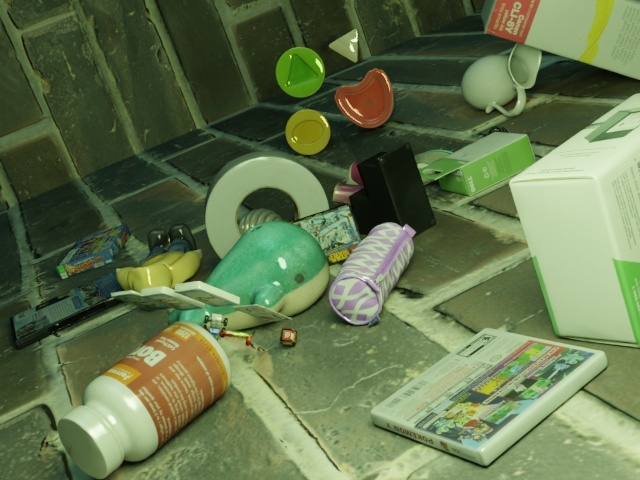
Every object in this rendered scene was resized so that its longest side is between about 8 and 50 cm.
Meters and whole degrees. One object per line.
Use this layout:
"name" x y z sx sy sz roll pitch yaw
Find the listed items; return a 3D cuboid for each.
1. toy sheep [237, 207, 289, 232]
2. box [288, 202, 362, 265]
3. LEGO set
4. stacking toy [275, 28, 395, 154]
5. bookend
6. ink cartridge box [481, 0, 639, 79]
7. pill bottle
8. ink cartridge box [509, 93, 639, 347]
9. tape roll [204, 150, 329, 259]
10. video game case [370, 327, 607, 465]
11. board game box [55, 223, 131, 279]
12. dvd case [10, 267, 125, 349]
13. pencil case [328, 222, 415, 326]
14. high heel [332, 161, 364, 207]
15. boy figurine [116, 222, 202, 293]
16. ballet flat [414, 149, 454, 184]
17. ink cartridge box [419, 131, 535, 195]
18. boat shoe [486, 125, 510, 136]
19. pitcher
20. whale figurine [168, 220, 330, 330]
"toy sheep" -0.109 -0.022 1.808 0.132 0.091 0.091 -3 24 31
"box" 0.000 0.000 1.600 0.137 0.094 0.027 -17 18 9
"LEGO set" -0.147 0.120 1.283 0.182 0.060 0.244 -9 -24 38
"stacking toy" 0.036 -0.400 2.475 0.309 0.280 0.130 -18 7 11
"bookend" 0.111 -0.089 1.641 0.072 0.156 0.157 -29 19 -25
"ink cartridge box" 0.568 -0.503 2.062 0.384 0.160 0.279 17 23 1
"pill bottle" -0.226 0.206 1.194 0.121 0.121 0.216 -3 24 43
"ink cartridge box" 0.381 -0.038 1.103 0.289 0.211 0.121 -32 19 -35
"tape roll" -0.097 -0.047 1.640 0.219 0.219 0.072 -22 17 -4
"video game case" 0.184 0.166 1.025 0.201 0.023 0.183 -29 19 -29
"board game box" -0.545 0.024 2.229 0.136 0.035 0.201 -18 18 7
"dvd case" -0.506 0.135 1.879 0.253 0.022 0.180 -25 19 -15
"pencil case" 0.080 0.045 1.386 0.088 0.086 0.206 -50 2 31
"high heel" 0.104 -0.105 1.868 0.117 0.082 0.244 13 12 9
"boy figurine" -0.323 0.054 1.805 0.177 0.092 0.285 -12 16 7
"ballet flat" 0.196 -0.138 1.869 0.213 0.072 0.068 4 57 54
"ink cartridge box" 0.285 -0.135 1.736 0.209 0.062 0.109 -26 18 -16
"boat shoe" 0.369 -0.217 1.923 0.049 0.040 0.142 -14 19 20
"pitcher" 0.419 -0.358 2.170 0.125 0.178 0.207 18 -16 -23
"whale figurine" -0.122 0.063 1.470 0.272 0.141 0.216 -25 18 -13
